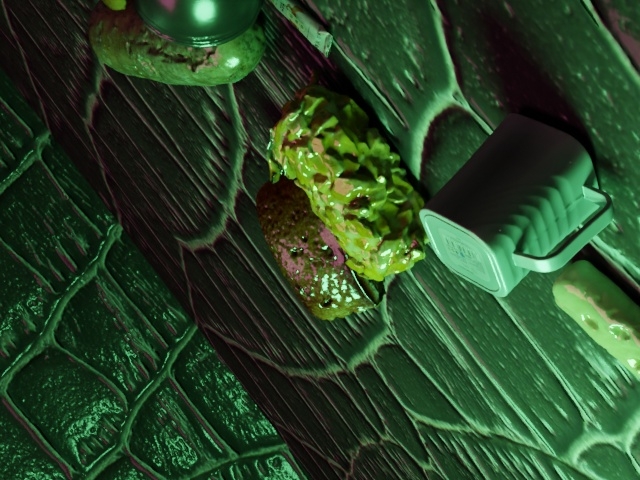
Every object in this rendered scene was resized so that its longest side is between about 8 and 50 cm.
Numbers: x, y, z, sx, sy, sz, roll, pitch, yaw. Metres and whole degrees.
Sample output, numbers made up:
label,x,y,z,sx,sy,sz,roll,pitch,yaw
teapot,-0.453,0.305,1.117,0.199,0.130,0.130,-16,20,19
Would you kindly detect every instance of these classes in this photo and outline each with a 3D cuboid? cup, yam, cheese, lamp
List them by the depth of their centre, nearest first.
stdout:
label,x,y,z,sx,sy,sz,roll,pitch,yaw
cup,0.172,-0.024,0.836,0.128,0.129,0.095,32,160,41
cheese,0.291,0.095,0.900,0.194,0.043,0.065,43,165,23
lamp,-0.120,-0.306,0.985,0.227,0.147,0.172,109,157,-69
yam,-0.181,-0.265,1.285,0.330,0.133,0.133,21,144,53

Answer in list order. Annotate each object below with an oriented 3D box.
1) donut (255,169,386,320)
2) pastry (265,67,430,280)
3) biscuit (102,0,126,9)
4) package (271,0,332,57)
label,x,y,z,sx,sy,sz,roll,pitch,yaw
donut,-0.006,-0.005,1.274,0.187,0.126,0.144,52,-157,-29
pastry,0.029,-0.071,1.146,0.250,0.102,0.154,54,159,-4
biscuit,-0.230,-0.383,1.094,0.262,0.037,0.262,179,90,-77
package,-0.024,-0.246,1.090,0.110,0.015,0.037,48,153,19
